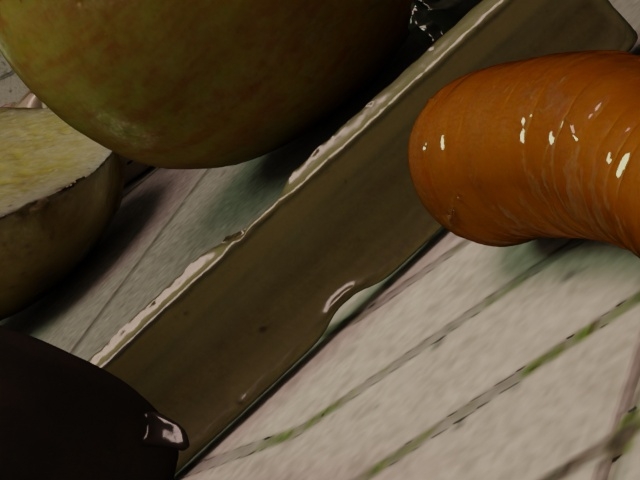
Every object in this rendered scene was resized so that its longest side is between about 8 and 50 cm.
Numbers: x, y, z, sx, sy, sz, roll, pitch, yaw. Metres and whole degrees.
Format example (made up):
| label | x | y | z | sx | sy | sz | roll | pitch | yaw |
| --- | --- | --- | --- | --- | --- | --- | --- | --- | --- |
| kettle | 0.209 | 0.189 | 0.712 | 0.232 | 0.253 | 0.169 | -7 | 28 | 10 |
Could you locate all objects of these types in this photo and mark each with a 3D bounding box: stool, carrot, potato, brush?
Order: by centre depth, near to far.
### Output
| label | x | y | z | sx | sy | sz | roll | pitch | yaw |
| --- | --- | --- | --- | --- | --- | --- | --- | --- | --- |
| carrot | 0.084 | -0.018 | 0.451 | 0.066 | 0.062 | 0.271 | -12 | 10 | -15 |
| stool | -0.140 | 0.086 | 0.559 | 0.217 | 0.125 | 0.121 | 4 | 64 | 32 |
| brush | 0.000 | 0.000 | 0.640 | 0.282 | 0.054 | 0.048 | -43 | 4 | -1 |
| potato | -0.253 | -0.012 | 1.211 | 0.239 | 0.116 | 0.299 | -34 | 31 | -34 |

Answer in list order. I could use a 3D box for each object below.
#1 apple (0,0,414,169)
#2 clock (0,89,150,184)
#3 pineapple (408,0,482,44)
| label | x | y | z | sx | sy | sz | roll | pitch | yaw |
| --- | --- | --- | --- | --- | --- | --- | --- | --- | --- |
| apple | -0.057 | -0.173 | 0.933 | 0.264 | 0.264 | 0.264 | -40 | 13 | 11 |
| clock | -0.144 | -0.148 | 1.405 | 0.284 | 0.114 | 0.309 | -49 | 15 | -31 |
| pineapple | 0.120 | -0.187 | 0.791 | 0.237 | 0.119 | 0.111 | -45 | 57 | 7 |
